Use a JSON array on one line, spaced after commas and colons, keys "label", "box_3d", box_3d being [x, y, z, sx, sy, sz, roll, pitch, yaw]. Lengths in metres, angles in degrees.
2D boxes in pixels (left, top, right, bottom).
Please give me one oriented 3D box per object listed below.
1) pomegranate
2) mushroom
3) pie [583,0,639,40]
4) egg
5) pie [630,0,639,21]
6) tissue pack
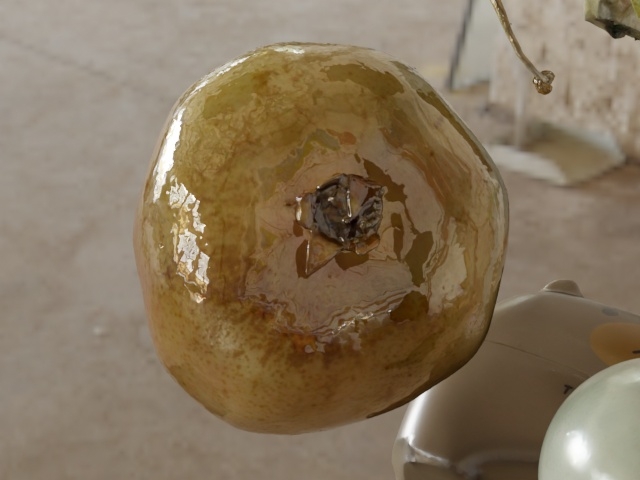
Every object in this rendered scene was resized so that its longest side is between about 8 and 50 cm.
[{"label": "pomegranate", "box_3d": [0.000, 0.000, 1.354, 0.319, 0.319, 0.319, 1, 24, 0]}, {"label": "mushroom", "box_3d": [0.180, -0.282, 1.931, 0.026, 0.286, 0.028, -28, -9, 9]}, {"label": "pie", "box_3d": [0.330, -0.264, 1.681, 0.218, 0.185, 0.052, 16, 10, -45]}, {"label": "egg", "box_3d": [0.207, 0.147, 1.096, 0.151, 0.151, 0.209, 4, 5, 8]}, {"label": "pie", "box_3d": [0.187, -0.139, 0.978, 0.021, 0.084, 0.084, -26, 30, -9]}, {"label": "tissue pack", "box_3d": [0.283, 0.218, 1.703, 0.387, 0.267, 0.277, 22, 53, 25]}]
